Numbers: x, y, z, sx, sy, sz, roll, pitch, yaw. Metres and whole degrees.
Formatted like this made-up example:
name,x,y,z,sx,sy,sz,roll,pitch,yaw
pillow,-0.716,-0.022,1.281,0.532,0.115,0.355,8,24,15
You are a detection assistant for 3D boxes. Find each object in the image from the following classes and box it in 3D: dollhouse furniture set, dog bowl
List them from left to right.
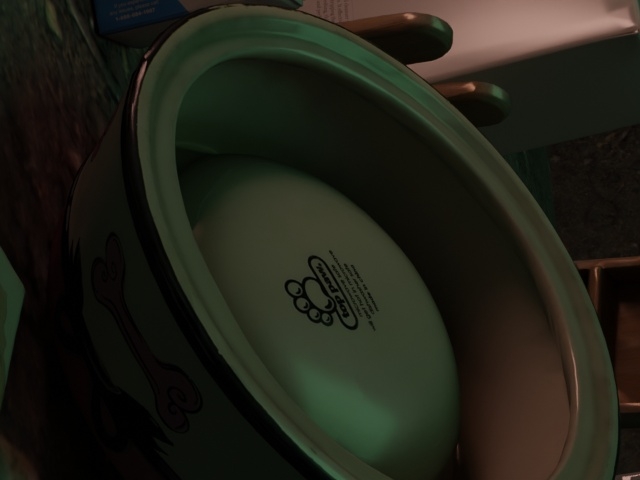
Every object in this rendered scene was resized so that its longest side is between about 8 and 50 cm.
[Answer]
name,x,y,z,sx,sy,sz,roll,pitch,yaw
dog bowl,0.001,0.051,1.199,0.408,0.150,0.408,30,39,-28
dollhouse furniture set,0.147,0.042,1.623,0.394,0.257,0.362,38,53,-54

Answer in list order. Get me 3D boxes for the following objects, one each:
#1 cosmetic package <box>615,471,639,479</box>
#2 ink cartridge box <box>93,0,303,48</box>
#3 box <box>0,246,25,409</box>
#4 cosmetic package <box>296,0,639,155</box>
name,x,y,z,sx,sy,sz,roll,pitch,yaw
cosmetic package,0.206,0.296,1.379,0.217,0.385,0.156,64,20,-46
ink cartridge box,-0.104,-0.251,1.362,0.082,0.140,0.190,4,74,-74
box,-0.209,0.093,0.669,0.311,0.121,0.148,-88,160,-45
cosmetic package,0.141,-0.193,1.835,0.155,0.366,0.197,60,23,-52
